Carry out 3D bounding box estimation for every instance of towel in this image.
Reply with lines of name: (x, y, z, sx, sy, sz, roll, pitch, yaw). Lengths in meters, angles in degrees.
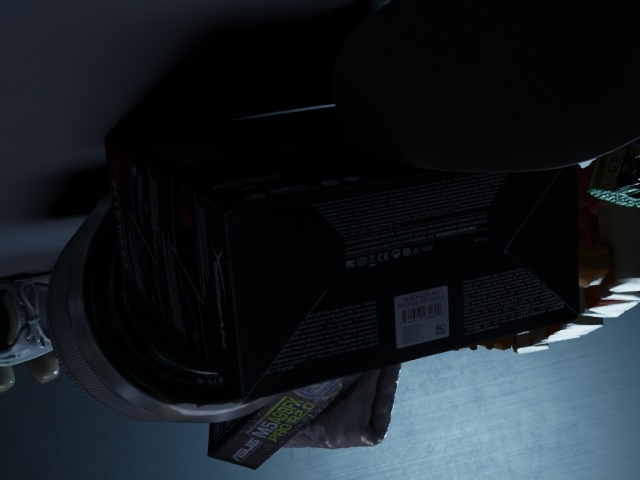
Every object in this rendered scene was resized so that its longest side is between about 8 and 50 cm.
towel: (0.005, 0.074, 1.186, 0.053, 0.317, 0.332, 21, 162, -21)

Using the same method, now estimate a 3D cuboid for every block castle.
block castle: (0.238, 0.012, 1.456, 0.303, 0.213, 0.453, -1, 162, -9)

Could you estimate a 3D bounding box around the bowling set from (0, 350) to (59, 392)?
bowling set: (-0.436, 0.131, 1.775, 0.200, 0.154, 0.287, -34, 168, 16)

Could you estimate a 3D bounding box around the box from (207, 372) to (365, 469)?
box: (-0.026, 0.079, 1.101, 0.060, 0.216, 0.270, 21, 135, -24)

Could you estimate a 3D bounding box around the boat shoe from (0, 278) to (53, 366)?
boat shoe: (-0.458, 0.112, 1.442, 0.320, 0.118, 0.103, 0, 172, -41)

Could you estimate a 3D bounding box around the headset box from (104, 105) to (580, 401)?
headset box: (-0.006, -0.016, 0.706, 0.218, 0.110, 0.293, -11, -163, -21)

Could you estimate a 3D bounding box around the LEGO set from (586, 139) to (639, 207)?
LEGO set: (0.398, -0.120, 0.983, 0.255, 0.192, 0.331, 16, 175, 7)

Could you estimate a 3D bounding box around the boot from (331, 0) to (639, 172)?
boot: (0.157, -0.111, 0.563, 0.305, 0.112, 0.115, -15, -172, 18)

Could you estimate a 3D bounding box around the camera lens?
camera lens: (-0.130, 0.055, 0.974, 0.219, 0.219, 0.274, -11, 175, -21)
